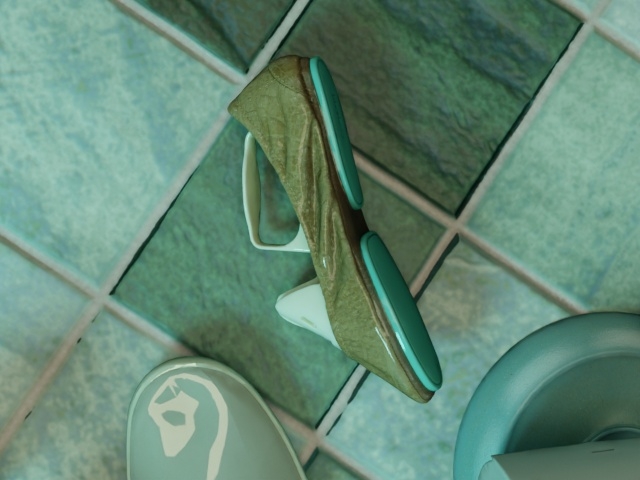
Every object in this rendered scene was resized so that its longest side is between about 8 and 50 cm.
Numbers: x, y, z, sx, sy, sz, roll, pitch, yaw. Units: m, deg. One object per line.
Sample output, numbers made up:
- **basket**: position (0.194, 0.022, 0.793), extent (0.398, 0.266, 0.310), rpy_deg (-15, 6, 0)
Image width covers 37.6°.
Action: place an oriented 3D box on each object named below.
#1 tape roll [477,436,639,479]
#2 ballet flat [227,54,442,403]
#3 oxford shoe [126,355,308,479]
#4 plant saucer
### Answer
- **tape roll**: position (0.239, 0.291, 0.768), extent (0.169, 0.246, 0.246), rpy_deg (-6, 89, -4)
- **ballet flat**: position (0.000, 0.000, 0.876), extent (0.124, 0.116, 0.343), rpy_deg (-21, 90, 16)
- **oxford shoe**: position (-0.071, 0.324, 0.846), extent (0.169, 0.130, 0.450), rpy_deg (-12, 89, -3)
- **plant saucer**: position (0.290, 0.229, 0.917), extent (0.317, 0.044, 0.318), rpy_deg (0, 89, -5)
